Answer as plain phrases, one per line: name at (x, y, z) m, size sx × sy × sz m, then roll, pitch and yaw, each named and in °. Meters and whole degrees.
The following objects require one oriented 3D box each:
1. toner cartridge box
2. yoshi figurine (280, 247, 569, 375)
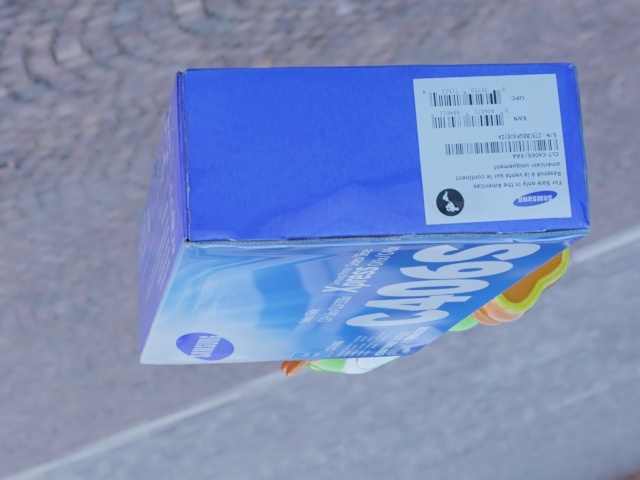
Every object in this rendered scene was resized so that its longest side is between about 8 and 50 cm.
toner cartridge box at (0.000, 0.000, 0.835) m, size 0.165 × 0.075 × 0.348 m, roll -1°, pitch 168°, yaw -8°
yoshi figurine at (0.076, 0.018, 1.582) m, size 0.203 × 0.203 × 0.362 m, roll -7°, pitch 168°, yaw -28°
